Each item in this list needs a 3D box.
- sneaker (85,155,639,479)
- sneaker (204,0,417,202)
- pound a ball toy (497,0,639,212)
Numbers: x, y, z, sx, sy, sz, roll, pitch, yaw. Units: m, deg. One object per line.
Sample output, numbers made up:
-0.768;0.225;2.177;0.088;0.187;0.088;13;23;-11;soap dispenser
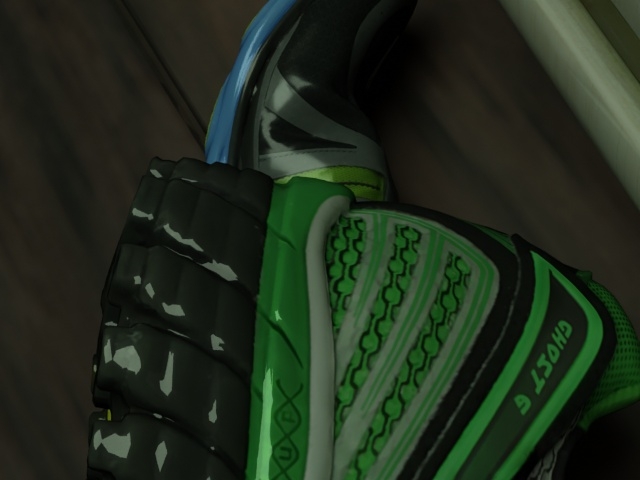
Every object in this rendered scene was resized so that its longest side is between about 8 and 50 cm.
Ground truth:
0.013;0.153;0.357;0.146;0.134;0.344;6;78;-7;sneaker
0.000;0.000;0.489;0.078;0.067;0.188;12;68;8;sneaker
0.146;-0.095;0.439;0.208;0.136;0.319;-19;55;-14;pound a ball toy
